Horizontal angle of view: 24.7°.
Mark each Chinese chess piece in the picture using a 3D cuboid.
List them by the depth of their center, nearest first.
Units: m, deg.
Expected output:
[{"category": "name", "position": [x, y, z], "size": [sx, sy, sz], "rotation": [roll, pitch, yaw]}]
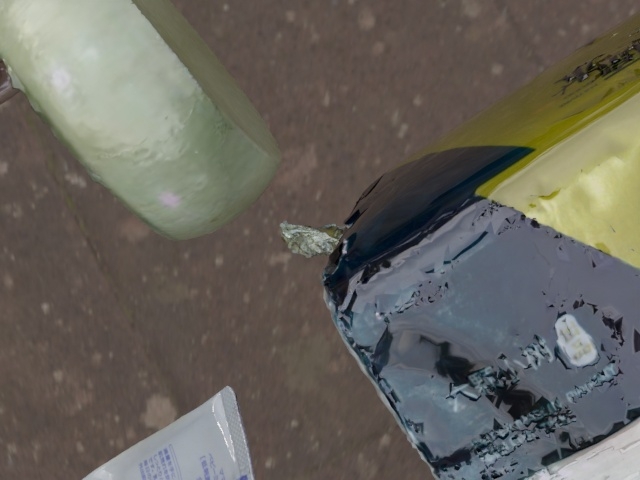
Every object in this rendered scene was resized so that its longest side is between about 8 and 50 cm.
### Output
[{"category": "Chinese chess piece", "position": [-0.135, -0.115, 1.037], "size": [0.101, 0.250, 0.250], "rotation": [-38, 73, 5]}]

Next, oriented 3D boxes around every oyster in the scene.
[{"category": "oyster", "position": [0.001, 0.000, 1.595], "size": [0.098, 0.100, 0.037], "rotation": [6, 97, 23]}]

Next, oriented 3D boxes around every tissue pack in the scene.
[{"category": "tissue pack", "position": [0.236, -0.010, 0.912], "size": [0.416, 0.264, 0.253], "rotation": [-31, 100, 11]}]

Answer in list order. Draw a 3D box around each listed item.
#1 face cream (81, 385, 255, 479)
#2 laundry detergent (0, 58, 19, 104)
[{"category": "face cream", "position": [-0.117, 0.185, 0.921], "size": [0.070, 0.224, 0.114], "rotation": [18, 51, -46]}, {"category": "laundry detergent", "position": [-0.300, -0.188, 1.310], "size": [0.076, 0.237, 0.171], "rotation": [21, 88, 32]}]
